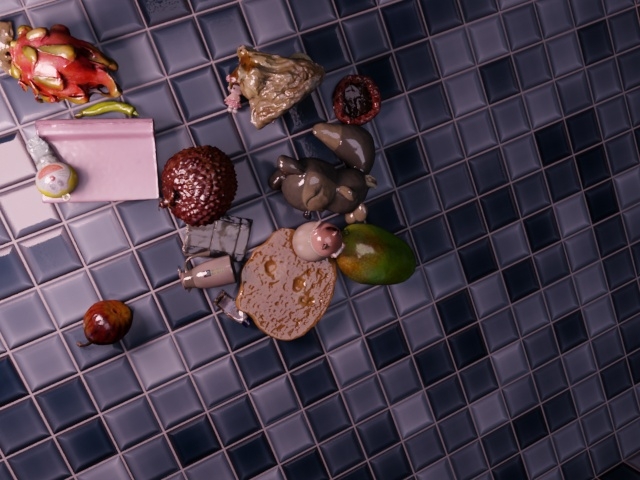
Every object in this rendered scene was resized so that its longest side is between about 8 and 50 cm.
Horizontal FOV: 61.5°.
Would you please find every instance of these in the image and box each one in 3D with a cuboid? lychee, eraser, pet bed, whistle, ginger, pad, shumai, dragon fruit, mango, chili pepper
[{"bbox_3d":[-0.409,-0.179,1.791,0.300,0.264,0.264,-39,106,-34],"label":"lychee"},{"bbox_3d":[-0.722,-0.261,1.767,0.358,0.122,0.273,-5,100,-14],"label":"eraser"},{"bbox_3d":[0.137,-0.526,2.019,0.201,0.053,0.202,-1,94,-21],"label":"pet bed"},{"bbox_3d":[-0.820,-0.219,1.629,0.122,0.123,0.223,-30,90,-11],"label":"whistle"},{"bbox_3d":[-0.992,-0.601,1.689,0.069,0.051,0.174,-8,103,-10],"label":"ginger"},{"bbox_3d":[-0.372,-0.013,1.945,0.232,0.022,0.174,11,93,-18],"label":"pad"},{"bbox_3d":[-0.163,-0.559,1.803,0.314,0.267,0.262,-27,111,25],"label":"shumai"},{"bbox_3d":[-0.793,-0.539,1.678,0.307,0.243,0.228,33,59,-53],"label":"dragon fruit"},{"bbox_3d":[0.212,0.068,2.036,0.381,0.201,0.225,24,93,-33],"label":"mango"},{"bbox_3d":[-0.712,-0.438,1.793,0.207,0.043,0.049,-3,122,-11],"label":"chili pepper"}]

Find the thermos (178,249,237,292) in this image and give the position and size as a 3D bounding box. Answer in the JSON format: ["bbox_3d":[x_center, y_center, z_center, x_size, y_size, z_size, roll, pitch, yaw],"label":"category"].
[{"bbox_3d":[-0.405,0.107,1.910,0.193,0.105,0.137,-13,103,-2],"label":"thermos"}]

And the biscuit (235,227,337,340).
[{"bbox_3d":[-0.124,0.169,2.012,0.365,0.062,0.385,36,82,-15],"label":"biscuit"}]

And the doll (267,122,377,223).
[{"bbox_3d":[0.003,-0.254,1.958,0.382,0.252,0.379,18,59,-20],"label":"doll"}]

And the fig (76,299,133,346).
[{"bbox_3d":[-0.728,0.294,1.807,0.148,0.149,0.202,28,79,1],"label":"fig"}]

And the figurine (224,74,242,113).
[{"bbox_3d":[-0.306,-0.513,1.895,0.072,0.054,0.129,11,99,-8],"label":"figurine"}]

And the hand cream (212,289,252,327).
[{"bbox_3d":[-0.320,0.258,1.986,0.163,0.039,0.062,45,85,-10],"label":"hand cream"}]

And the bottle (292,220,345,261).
[{"bbox_3d":[0.000,0.000,1.887,0.147,0.236,0.148,1,86,-19],"label":"bottle"}]

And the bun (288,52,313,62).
[{"bbox_3d":[-0.069,-0.622,1.939,0.115,0.069,0.115,-2,96,-17],"label":"bun"}]
